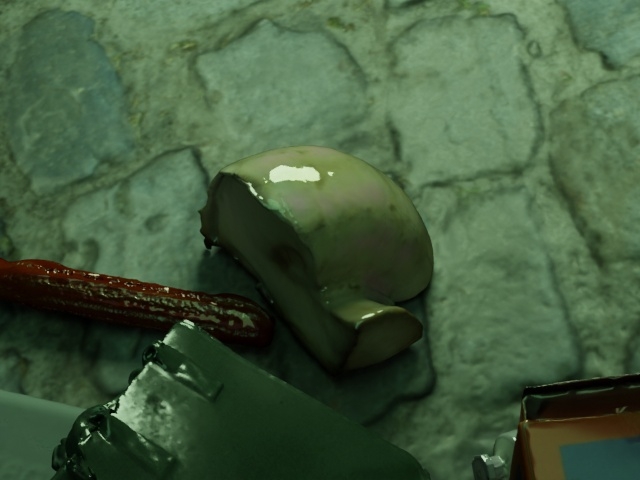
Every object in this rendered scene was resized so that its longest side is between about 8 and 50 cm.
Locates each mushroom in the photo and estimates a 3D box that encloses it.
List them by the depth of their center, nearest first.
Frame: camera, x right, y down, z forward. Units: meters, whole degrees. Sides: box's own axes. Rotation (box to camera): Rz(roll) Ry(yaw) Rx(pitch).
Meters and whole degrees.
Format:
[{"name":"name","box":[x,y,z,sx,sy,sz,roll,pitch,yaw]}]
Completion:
[{"name":"mushroom","box":[0.019,-0.020,1.482,0.173,0.162,0.236,-31,53,-19]}]

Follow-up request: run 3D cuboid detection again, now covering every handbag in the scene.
[{"name":"handbag","box":[-0.060,0.189,1.234,0.260,0.079,0.247,37,30,-1]}]

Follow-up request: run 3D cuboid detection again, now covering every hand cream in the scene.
[{"name":"hand cream","box":[0.193,0.180,1.365,0.142,0.053,0.084,-7,46,-22]}]

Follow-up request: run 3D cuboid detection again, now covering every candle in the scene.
[{"name":"candle","box":[-0.198,0.052,1.516,0.329,0.048,0.051,10,62,13]}]

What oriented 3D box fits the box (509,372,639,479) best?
[{"name":"box","box":[0.286,0.264,1.040,0.318,0.348,0.257,-6,59,2]}]

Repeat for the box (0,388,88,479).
[{"name":"box","box":[-0.216,0.219,1.321,0.337,0.106,0.264,11,49,14]}]
